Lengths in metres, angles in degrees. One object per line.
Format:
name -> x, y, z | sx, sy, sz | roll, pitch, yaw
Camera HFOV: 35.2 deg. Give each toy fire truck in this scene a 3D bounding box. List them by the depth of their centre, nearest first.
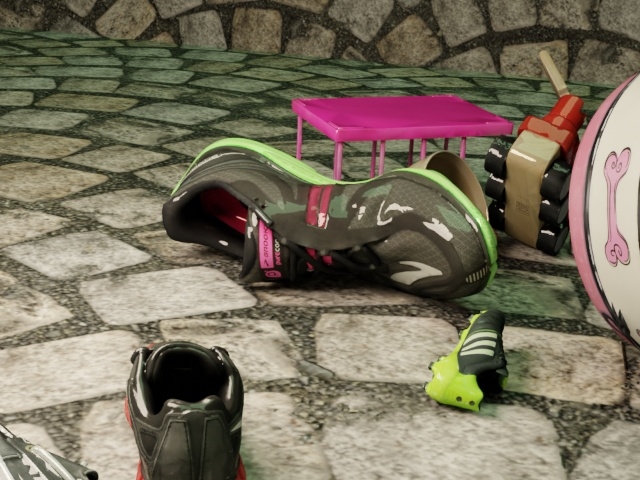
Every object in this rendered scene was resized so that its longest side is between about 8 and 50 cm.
toy fire truck -> 0.339, -0.140, 1.502 | 0.158, 0.217, 0.246 | 28, 66, 25

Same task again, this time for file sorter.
file sorter -> 0.120, -0.119, 1.599 | 0.291, 0.182, 0.202 | -4, 21, -20

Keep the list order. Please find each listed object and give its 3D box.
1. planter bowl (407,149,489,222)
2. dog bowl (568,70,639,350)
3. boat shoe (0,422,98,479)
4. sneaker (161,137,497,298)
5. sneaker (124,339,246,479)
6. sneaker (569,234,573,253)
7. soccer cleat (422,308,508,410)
planter bowl -> 0.150, -0.036, 1.435 | 0.109, 0.162, 0.162 | -15, 3, 39
dog bowl -> 0.449, -0.033, 1.119 | 0.408, 0.407, 0.150 | -8, 5, -30
boat shoe -> -0.207, 0.205, 0.709 | 0.119, 0.121, 0.335 | -3, 29, -42
sneaker -> 0.000, 0.000, 1.304 | 0.483, 0.185, 0.202 | 11, 38, 32
sneaker -> -0.120, 0.134, 0.875 | 0.098, 0.135, 0.276 | -3, 18, -12
sneaker -> 0.472, -0.024, 1.395 | 0.128, 0.126, 0.321 | 20, -16, -13
soccer cleat -> 0.172, 0.129, 1.076 | 0.072, 0.060, 0.179 | 22, 30, 21
